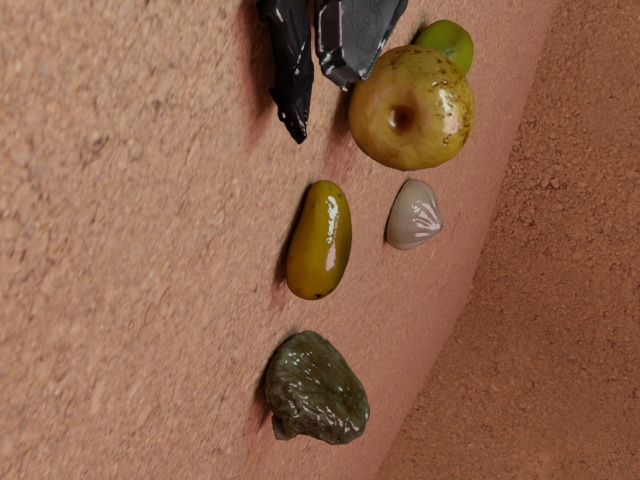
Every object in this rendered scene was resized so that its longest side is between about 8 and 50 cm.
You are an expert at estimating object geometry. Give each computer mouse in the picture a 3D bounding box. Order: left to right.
[{"bbox_3d":[0.033,-0.260,1.015,0.231,0.071,0.126,-65,154,-25],"label":"computer mouse"}]

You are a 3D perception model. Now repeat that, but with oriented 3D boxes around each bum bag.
[{"bbox_3d":[-0.034,-0.181,0.943,0.197,0.049,0.087,82,13,-56],"label":"bum bag"}]

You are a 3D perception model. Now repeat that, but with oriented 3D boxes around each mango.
[{"bbox_3d":[0.000,0.000,1.270,0.103,0.076,0.161,-18,120,-63],"label":"mango"},{"bbox_3d":[0.177,-0.267,1.491,0.163,0.089,0.117,-56,161,-38],"label":"mango"}]

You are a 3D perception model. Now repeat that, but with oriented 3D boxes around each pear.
[{"bbox_3d":[0.121,-0.172,1.278,0.178,0.178,0.178,21,90,-75],"label":"pear"}]

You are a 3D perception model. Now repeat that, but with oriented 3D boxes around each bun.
[{"bbox_3d":[0.186,-0.042,1.837,0.138,0.094,0.138,18,90,-74],"label":"bun"}]

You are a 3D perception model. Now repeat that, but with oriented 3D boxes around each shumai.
[{"bbox_3d":[-0.032,0.231,1.448,0.142,0.184,0.184,-42,-179,32],"label":"shumai"}]
